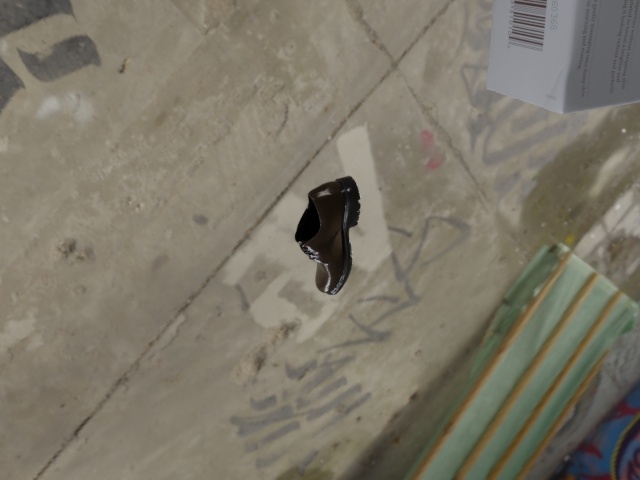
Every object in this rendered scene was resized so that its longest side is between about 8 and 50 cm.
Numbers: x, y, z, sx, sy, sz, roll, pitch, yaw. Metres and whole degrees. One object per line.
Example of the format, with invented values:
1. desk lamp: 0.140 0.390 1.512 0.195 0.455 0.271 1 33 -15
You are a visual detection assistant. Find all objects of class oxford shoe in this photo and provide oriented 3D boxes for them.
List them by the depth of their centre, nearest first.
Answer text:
1. oxford shoe: 0.000 0.000 1.138 0.096 0.083 0.227 -14 132 -19

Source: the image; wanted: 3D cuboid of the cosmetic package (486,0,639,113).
1. cosmetic package: 0.404 -0.288 0.842 0.384 0.156 0.217 -10 116 -19
